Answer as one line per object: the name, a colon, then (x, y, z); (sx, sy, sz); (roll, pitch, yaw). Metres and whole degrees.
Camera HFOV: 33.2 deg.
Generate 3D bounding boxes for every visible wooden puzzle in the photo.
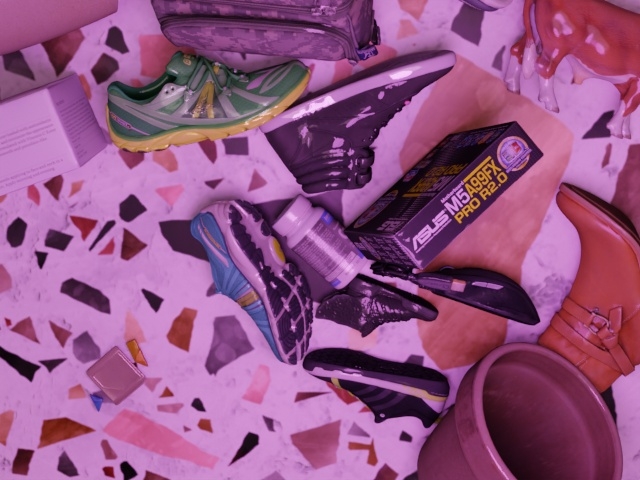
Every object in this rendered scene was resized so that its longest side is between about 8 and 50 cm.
wooden puzzle: (-0.315, 0.209, 1.664); (0.116, 0.014, 0.078); (-33, 96, 9)

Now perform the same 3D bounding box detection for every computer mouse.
computer mouse: (0.206, 0.058, 1.531); (0.262, 0.184, 0.060); (18, 86, -2)

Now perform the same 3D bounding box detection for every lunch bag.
lunch bag: (-0.073, -0.351, 1.404); (0.305, 0.256, 0.212); (6, 61, 9)

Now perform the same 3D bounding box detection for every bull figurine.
bull figurine: (0.411, -0.247, 1.487); (0.310, 0.101, 0.188); (21, 105, -3)

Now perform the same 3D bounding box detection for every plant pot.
plant pot: (-0.416, -0.359, 1.435); (0.274, 0.256, 0.256); (-6, 103, -14)
plant pot: (0.260, 0.310, 1.546); (0.263, 0.263, 0.229); (40, 135, -7)

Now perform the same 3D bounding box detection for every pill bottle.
pill bottle: (0.000, 0.000, 1.570); (0.137, 0.078, 0.078); (42, 101, -8)

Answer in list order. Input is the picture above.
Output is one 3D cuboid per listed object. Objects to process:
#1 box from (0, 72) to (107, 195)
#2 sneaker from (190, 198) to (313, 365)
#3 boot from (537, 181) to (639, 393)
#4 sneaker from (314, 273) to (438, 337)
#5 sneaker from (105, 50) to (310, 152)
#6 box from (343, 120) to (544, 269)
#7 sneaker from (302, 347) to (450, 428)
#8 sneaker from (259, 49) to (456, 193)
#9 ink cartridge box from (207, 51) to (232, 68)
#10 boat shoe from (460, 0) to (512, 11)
box: (-0.418, -0.142, 1.498); (0.181, 0.182, 0.119); (-19, 104, 6)
sneaker: (-0.098, 0.062, 1.592); (0.110, 0.107, 0.275); (-15, 110, 36)
boot: (0.395, 0.072, 1.574); (0.283, 0.109, 0.220); (41, 111, -7)
sneaker: (0.084, 0.109, 1.609); (0.170, 0.051, 0.089); (23, 103, 1)
sneaker: (-0.158, -0.205, 1.480); (0.295, 0.109, 0.123); (-14, 111, 2)
box: (0.154, -0.060, 1.428); (0.216, 0.270, 0.060); (-42, 99, -7)
sneaker: (0.082, 0.232, 1.619); (0.234, 0.084, 0.097); (13, 104, -1)
sneaker: (0.072, -0.162, 1.522); (0.295, 0.104, 0.147); (-22, 103, 13)
ink cartridge box: (-0.167, -0.227, 1.547); (0.048, 0.028, 0.083); (43, 100, -10)
boat shoe: (0.126, -0.414, 1.477); (0.319, 0.116, 0.099); (34, 145, -13)
